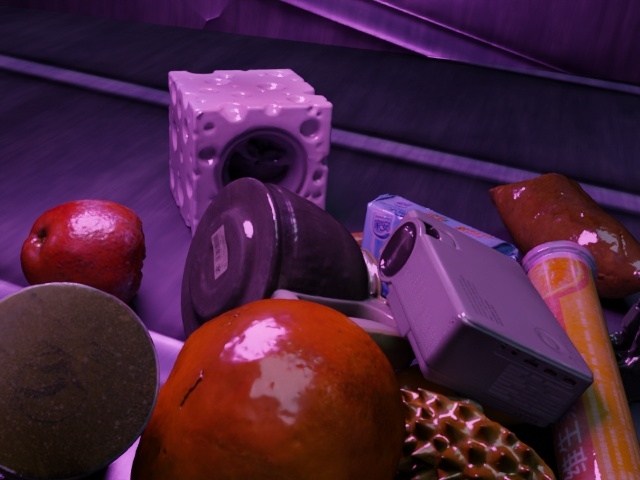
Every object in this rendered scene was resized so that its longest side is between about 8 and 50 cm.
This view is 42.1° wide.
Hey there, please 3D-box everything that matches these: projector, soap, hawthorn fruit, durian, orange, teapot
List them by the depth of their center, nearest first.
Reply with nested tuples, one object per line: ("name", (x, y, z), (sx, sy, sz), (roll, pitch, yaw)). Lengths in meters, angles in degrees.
("orange", (-0.045, 0.192, 0.765), (0.226, 0.283, 0.284), (25, 29, 3))
("durian", (0.144, 0.245, 0.838), (0.166, 0.172, 0.306), (13, 5, -46))
("projector", (0.177, 0.087, 0.975), (0.192, 0.099, 0.256), (27, 22, -22))
("teapot", (-0.014, 0.050, 1.072), (0.239, 0.239, 0.322), (14, -16, -32))
("hawthorn fruit", (-0.334, 0.021, 1.184), (0.173, 0.172, 0.173), (4, 26, -2))
("soap", (0.170, 0.038, 1.240), (0.293, 0.156, 0.077), (26, 32, 37))

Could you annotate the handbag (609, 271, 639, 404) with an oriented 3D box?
("handbag", (0.509, 0.098, 1.075), (0.260, 0.247, 0.079), (1, 33, -11))

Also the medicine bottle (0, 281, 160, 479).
("medicine bottle", (-0.245, 0.148, 0.767), (0.151, 0.151, 0.322), (-6, -15, -21))

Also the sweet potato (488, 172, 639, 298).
("sweet potato", (0.421, -0.001, 1.386), (0.158, 0.157, 0.369), (-5, 35, -19))

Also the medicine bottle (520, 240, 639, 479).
("medicine bottle", (0.315, 0.164, 0.997), (0.108, 0.108, 0.426), (6, 35, 2))

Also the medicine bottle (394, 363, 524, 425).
("medicine bottle", (0.109, 0.192, 1.008), (0.309, 0.076, 0.111), (-2, 23, -15))

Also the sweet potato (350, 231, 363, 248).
("sweet potato", (0.000, 0.000, 1.396), (0.281, 0.059, 0.067), (8, 15, 6))

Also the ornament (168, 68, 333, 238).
("ornament", (-0.135, -0.161, 1.497), (0.240, 0.239, 0.239), (-5, 27, -20))
